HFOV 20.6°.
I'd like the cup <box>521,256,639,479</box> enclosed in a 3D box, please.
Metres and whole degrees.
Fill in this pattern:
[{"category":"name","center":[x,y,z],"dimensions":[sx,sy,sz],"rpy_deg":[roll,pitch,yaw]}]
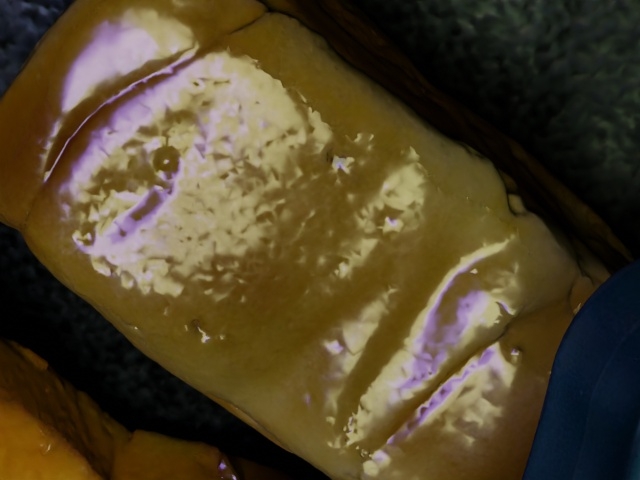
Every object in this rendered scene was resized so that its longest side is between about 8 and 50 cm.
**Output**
[{"category":"cup","center":[0.235,0.105,0.694],"dimensions":[0.242,0.308,0.292],"rpy_deg":[25,120,23]}]

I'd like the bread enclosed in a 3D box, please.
[{"category":"bread","center":[0.000,0.000,0.760],"dimensions":[0.294,0.132,0.167],"rpy_deg":[40,106,-12]}]

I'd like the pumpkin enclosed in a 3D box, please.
[{"category":"pumpkin","center":[-0.157,0.185,0.874],"dimensions":[0.258,0.095,0.290],"rpy_deg":[30,111,-15]}]
